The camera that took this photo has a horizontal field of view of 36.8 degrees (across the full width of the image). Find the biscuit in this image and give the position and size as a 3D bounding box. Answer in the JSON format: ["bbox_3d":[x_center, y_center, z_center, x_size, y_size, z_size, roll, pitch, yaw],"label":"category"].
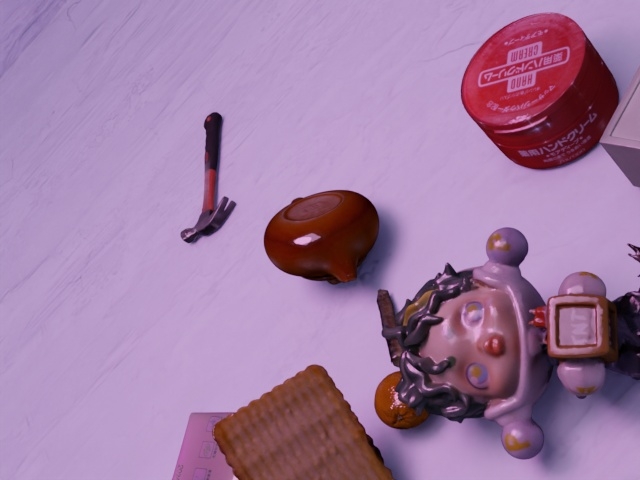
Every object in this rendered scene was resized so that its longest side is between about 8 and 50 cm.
[{"bbox_3d":[-0.002,0.296,1.183,0.172,0.029,0.254,-29,79,-21],"label":"biscuit"}]

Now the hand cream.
[{"bbox_3d":[0.304,-0.205,1.331,0.193,0.125,0.193,-24,48,30],"label":"hand cream"}]

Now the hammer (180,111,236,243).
[{"bbox_3d":[-0.209,-0.130,1.820,0.111,0.033,0.287,-27,47,28],"label":"hammer"}]

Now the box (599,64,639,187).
[{"bbox_3d":[0.494,-0.163,1.131,0.225,0.117,0.225,20,76,49],"label":"box"}]

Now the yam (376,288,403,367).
[{"bbox_3d":[0.102,0.123,1.362,0.129,0.033,0.027,-100,32,-46],"label":"yam"}]

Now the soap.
[{"bbox_3d":[-0.098,0.343,1.269,0.138,0.182,0.199,-5,60,40],"label":"soap"}]

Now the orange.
[{"bbox_3d":[0.108,0.209,1.255,0.085,0.085,0.085,-23,49,29],"label":"orange"}]

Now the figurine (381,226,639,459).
[{"bbox_3d":[0.254,0.119,1.110,0.382,0.186,0.261,-7,69,33],"label":"figurine"}]

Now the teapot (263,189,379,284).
[{"bbox_3d":[0.000,0.000,1.478,0.178,0.135,0.252,-18,20,-11],"label":"teapot"}]
